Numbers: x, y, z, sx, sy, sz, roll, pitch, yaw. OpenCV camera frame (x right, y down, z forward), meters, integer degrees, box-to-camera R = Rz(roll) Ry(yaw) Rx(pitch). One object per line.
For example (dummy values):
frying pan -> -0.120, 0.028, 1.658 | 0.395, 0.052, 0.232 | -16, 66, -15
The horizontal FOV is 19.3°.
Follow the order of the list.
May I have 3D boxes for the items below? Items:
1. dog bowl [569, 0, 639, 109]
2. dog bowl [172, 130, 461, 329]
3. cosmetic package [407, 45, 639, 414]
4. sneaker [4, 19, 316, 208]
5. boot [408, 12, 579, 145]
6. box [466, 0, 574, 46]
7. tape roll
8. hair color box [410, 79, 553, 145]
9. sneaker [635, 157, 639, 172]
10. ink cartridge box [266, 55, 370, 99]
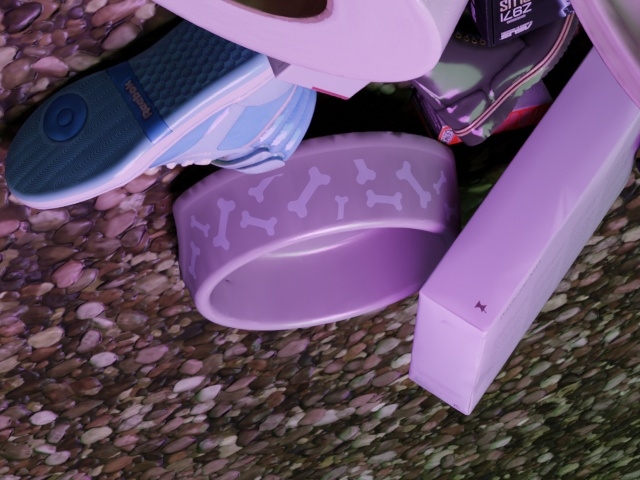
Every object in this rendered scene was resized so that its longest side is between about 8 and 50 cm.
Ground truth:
dog bowl -> 0.371, -0.231, 1.634 | 0.150, 0.408, 0.408 | -34, 155, -13
dog bowl -> 0.000, 0.000, 2.117 | 0.349, 0.102, 0.349 | -11, 159, -4
cosmetic package -> 0.243, -0.011, 2.163 | 0.377, 0.097, 0.284 | -53, 168, -19
sneaker -> -0.141, -0.100, 1.872 | 0.319, 0.127, 0.208 | -29, 152, 8
boot -> 0.176, -0.216, 1.999 | 0.137, 0.077, 0.198 | 39, 85, -26
box -> 0.232, -0.294, 1.893 | 0.180, 0.077, 0.147 | -23, 154, -5
tape roll -> -0.069, -0.248, 1.433 | 0.072, 0.392, 0.392 | -63, 156, -13
hair color box -> 0.180, -0.156, 2.100 | 0.141, 0.072, 0.043 | -13, 152, -21
sneaker -> 0.524, -0.143, 2.288 | 0.257, 0.169, 0.447 | -38, 167, 36
ink cartridge box -> -0.012, -0.217, 1.745 | 0.063, 0.150, 0.109 | -37, 151, 30
